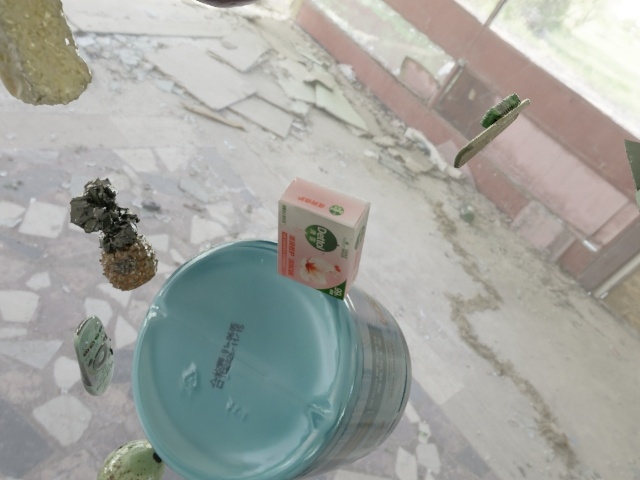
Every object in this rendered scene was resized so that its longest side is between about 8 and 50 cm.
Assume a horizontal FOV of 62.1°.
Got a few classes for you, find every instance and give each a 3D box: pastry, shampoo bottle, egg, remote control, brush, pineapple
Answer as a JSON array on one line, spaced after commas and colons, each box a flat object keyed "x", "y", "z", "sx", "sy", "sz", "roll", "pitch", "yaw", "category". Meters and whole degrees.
[{"x": -0.288, "y": -0.246, "z": 0.485, "sx": 0.122, "sy": 0.258, "sz": 0.089, "roll": 14, "pitch": 40, "yaw": 30, "category": "pastry"}, {"x": -0.055, "y": 0.190, "z": 0.815, "sx": 0.331, "sy": 0.331, "sz": 0.343, "roll": 52, "pitch": 6, "yaw": 26, "category": "shampoo bottle"}, {"x": -0.276, "y": 0.342, "z": 0.786, "sx": 0.085, "sy": 0.085, "sz": 0.110, "roll": 42, "pitch": 27, "yaw": 13, "category": "egg"}, {"x": -0.469, "y": 0.241, "z": 1.098, "sx": 0.045, "sy": 0.256, "sz": 0.097, "roll": 15, "pitch": 45, "yaw": 1, "category": "remote control"}, {"x": 0.307, "y": -0.207, "z": 0.965, "sx": 0.048, "sy": 0.054, "sz": 0.282, "roll": 40, "pitch": 47, "yaw": 12, "category": "brush"}, {"x": -0.400, "y": -0.012, "z": 1.037, "sx": 0.111, "sy": 0.237, "sz": 0.119, "roll": -20, "pitch": 37, "yaw": -11, "category": "pineapple"}]

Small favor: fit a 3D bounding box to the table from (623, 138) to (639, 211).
[{"x": 0.382, "y": -0.074, "z": 0.512, "sx": 0.063, "sy": 0.146, "sz": 0.175, "roll": 11, "pitch": 57, "yaw": -6, "category": "table"}]

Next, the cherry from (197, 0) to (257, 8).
[{"x": -0.162, "y": -0.471, "z": 0.777, "sx": 0.300, "sy": 0.230, "sz": 0.203, "roll": 32, "pitch": 65, "yaw": 19, "category": "cherry"}]

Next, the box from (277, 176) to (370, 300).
[{"x": 0.000, "y": 0.000, "z": 0.583, "sx": 0.089, "sy": 0.125, "sz": 0.043, "roll": 20, "pitch": 49, "yaw": 15, "category": "box"}]
